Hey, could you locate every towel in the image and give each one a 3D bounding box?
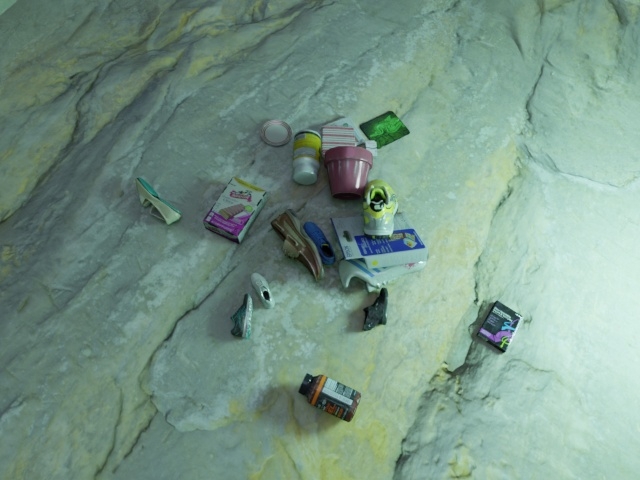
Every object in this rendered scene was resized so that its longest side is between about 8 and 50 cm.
[{"bbox_3d":[0.076,-0.424,2.111,0.144,0.029,0.197,3,50,-3],"label":"towel"}]

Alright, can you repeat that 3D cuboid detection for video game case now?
[{"bbox_3d":[0.101,-0.467,2.173,0.143,0.019,0.157,-24,68,-15],"label":"video game case"}]

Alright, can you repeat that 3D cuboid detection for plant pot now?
[{"bbox_3d":[0.111,-0.264,1.988,0.201,0.201,0.180,3,79,-3],"label":"plant pot"}]

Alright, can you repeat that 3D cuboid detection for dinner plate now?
[{"bbox_3d":[-0.193,-0.471,2.155,0.141,0.017,0.141,2,63,-4],"label":"dinner plate"}]

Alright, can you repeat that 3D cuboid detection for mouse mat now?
[{"bbox_3d":[0.289,-0.499,2.210,0.189,0.007,0.153,-28,69,-17],"label":"mouse mat"}]

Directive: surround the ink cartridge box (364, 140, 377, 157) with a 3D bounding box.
[{"bbox_3d":[0.218,-0.401,2.133,0.048,0.028,0.083,-2,77,-6],"label":"ink cartridge box"}]

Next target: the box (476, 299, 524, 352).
[{"bbox_3d":[0.667,0.317,1.819,0.116,0.029,0.162,33,65,12],"label":"box"}]

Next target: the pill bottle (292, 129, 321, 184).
[{"bbox_3d":[-0.059,-0.346,2.046,0.119,0.119,0.209,4,64,-2],"label":"pill bottle"}]

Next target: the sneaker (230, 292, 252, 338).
[{"bbox_3d":[-0.285,0.268,1.760,0.076,0.065,0.167,2,62,2],"label":"sneaker"}]

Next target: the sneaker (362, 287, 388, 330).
[{"bbox_3d":[0.200,0.251,1.806,0.089,0.051,0.170,7,67,-6],"label":"sneaker"}]

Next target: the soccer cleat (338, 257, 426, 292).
[{"bbox_3d":[0.232,0.126,1.847,0.330,0.116,0.143,-1,73,1],"label":"soccer cleat"}]

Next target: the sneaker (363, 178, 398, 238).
[{"bbox_3d":[0.234,-0.157,1.891,0.145,0.147,0.385,0,32,4],"label":"sneaker"}]

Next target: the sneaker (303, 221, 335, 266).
[{"bbox_3d":[0.000,0.000,1.898,0.069,0.082,0.209,-21,65,-18],"label":"sneaker"}]

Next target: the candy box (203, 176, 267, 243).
[{"bbox_3d":[-0.332,-0.122,1.942,0.159,0.071,0.234,24,64,8],"label":"candy box"}]

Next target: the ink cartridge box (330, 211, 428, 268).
[{"bbox_3d":[0.211,-0.005,1.847,0.306,0.072,0.304,-8,32,-5],"label":"ink cartridge box"}]

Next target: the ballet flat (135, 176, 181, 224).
[{"bbox_3d":[-0.658,-0.150,1.934,0.248,0.086,0.086,39,67,14],"label":"ballet flat"}]

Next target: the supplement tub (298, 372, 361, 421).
[{"bbox_3d":[0.028,0.515,1.634,0.197,0.106,0.106,23,64,8],"label":"supplement tub"}]

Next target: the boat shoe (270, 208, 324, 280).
[{"bbox_3d":[-0.089,0.028,1.867,0.116,0.123,0.324,-25,59,-12],"label":"boat shoe"}]

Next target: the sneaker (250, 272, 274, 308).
[{"bbox_3d":[-0.212,0.176,1.810,0.053,0.061,0.152,-28,67,-14],"label":"sneaker"}]
